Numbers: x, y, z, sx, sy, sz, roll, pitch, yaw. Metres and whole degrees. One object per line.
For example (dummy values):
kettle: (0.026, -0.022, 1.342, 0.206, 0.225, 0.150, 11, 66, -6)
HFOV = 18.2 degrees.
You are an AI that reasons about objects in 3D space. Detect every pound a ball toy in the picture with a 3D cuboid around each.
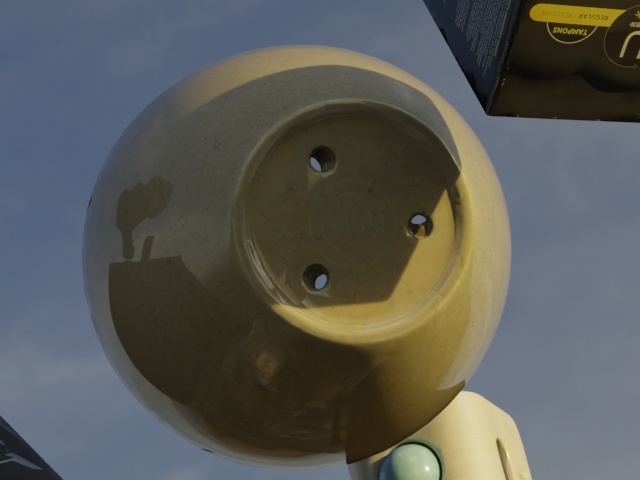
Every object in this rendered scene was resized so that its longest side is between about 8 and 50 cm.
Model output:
pound a ball toy: (0.080, 0.305, 1.594, 0.208, 0.319, 0.136, -24, -29, 21)

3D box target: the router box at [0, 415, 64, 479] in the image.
router box: (-0.357, 0.163, 1.526, 0.243, 0.309, 0.081, -9, -44, -57)

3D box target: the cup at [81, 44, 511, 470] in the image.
cup: (0.000, 0.000, 1.441, 0.331, 0.331, 0.237, -5, -6, -11)

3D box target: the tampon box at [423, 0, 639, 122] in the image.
tampon box: (0.147, -0.160, 1.253, 0.120, 0.161, 0.101, 1, -53, -19)
